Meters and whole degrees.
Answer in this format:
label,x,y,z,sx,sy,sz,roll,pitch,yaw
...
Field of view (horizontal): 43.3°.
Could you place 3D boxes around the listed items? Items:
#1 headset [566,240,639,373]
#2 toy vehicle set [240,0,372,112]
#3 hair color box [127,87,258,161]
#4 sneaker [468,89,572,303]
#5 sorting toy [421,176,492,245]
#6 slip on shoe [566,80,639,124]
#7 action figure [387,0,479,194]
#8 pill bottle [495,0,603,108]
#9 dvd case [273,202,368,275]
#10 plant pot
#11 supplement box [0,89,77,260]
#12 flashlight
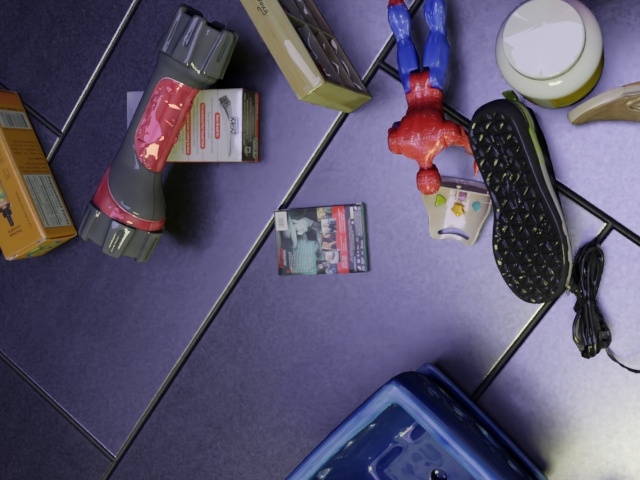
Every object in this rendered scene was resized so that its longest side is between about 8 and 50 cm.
label,x,y,z,sx,sy,sz,roll,pitch,yaw
headset,0.426,0.072,0.765,0.394,0.244,0.185,-9,75,43
toy vehicle set,-0.045,-0.273,0.932,0.035,0.166,0.266,-33,83,20
hair color box,-0.166,-0.147,1.046,0.167,0.053,0.093,3,95,21
sneaker,0.234,-0.050,0.882,0.084,0.097,0.234,-9,97,38
sorting toy,0.159,-0.033,0.944,0.083,0.045,0.075,12,105,18
slip on shoe,0.336,-0.146,0.866,0.136,0.051,0.041,-19,85,12
action figure,0.129,-0.173,0.927,0.092,0.139,0.280,-7,69,23
pill bottle,0.236,-0.193,0.826,0.103,0.184,0.103,2,95,20
dvd case,0.000,0.000,1.017,0.120,0.013,0.087,-4,92,19
plant pot,0.111,0.285,0.890,0.236,0.212,0.236,45,106,12
supplement box,-0.433,-0.093,1.135,0.078,0.080,0.233,-25,83,21
flashlight,-0.192,-0.125,0.978,0.103,0.103,0.304,26,104,-11
